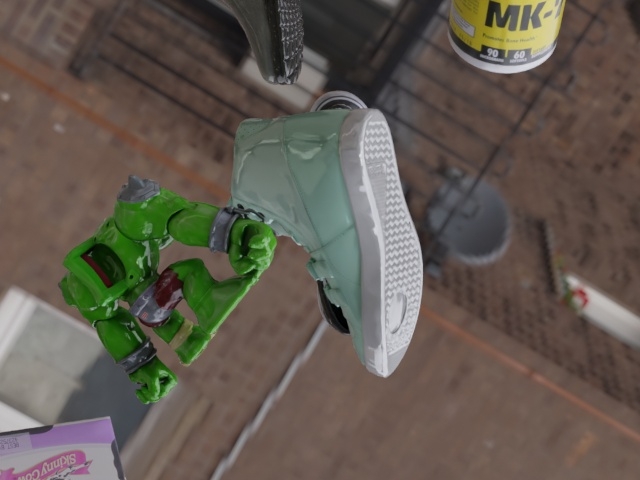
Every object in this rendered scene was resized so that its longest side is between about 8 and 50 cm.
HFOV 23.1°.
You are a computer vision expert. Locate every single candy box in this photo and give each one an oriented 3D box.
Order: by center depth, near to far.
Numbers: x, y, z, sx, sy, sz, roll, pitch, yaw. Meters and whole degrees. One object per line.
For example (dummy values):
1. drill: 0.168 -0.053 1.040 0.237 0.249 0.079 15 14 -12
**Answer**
1. candy box: -0.220 0.209 1.048 0.196 0.164 0.070 106 -28 -48

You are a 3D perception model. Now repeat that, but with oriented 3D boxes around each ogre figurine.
1. ogre figurine: -0.118 0.028 1.131 0.097 0.118 0.197 -52 -179 -30

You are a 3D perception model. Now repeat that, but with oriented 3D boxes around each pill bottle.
1. pill bottle: 0.197 -0.283 1.592 0.208 0.119 0.119 93 14 -49

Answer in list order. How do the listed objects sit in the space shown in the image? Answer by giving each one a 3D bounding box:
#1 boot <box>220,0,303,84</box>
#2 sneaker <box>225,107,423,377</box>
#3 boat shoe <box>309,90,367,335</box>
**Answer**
1. boot: -0.115 -0.250 1.460 0.161 0.247 0.083 -13 -173 15
2. sneaker: 0.000 -0.001 1.376 0.094 0.151 0.256 -47 134 -50
3. boat shoe: 0.023 -0.021 1.442 0.076 0.080 0.229 -107 -162 -78
